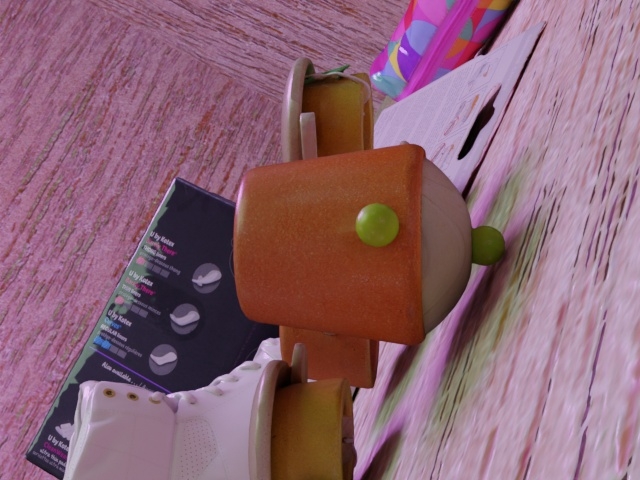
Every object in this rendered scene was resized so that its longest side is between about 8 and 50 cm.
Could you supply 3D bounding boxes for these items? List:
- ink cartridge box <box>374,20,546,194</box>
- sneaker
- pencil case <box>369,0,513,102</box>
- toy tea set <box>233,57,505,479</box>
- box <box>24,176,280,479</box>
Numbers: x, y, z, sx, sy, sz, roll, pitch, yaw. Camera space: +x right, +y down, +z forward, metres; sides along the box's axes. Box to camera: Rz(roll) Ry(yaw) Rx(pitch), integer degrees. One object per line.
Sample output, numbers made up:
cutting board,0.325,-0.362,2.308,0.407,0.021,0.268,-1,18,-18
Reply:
ink cartridge box,0.087,-0.052,0.999,0.225,0.056,0.181,-22,36,57
sneaker,-0.076,0.114,0.902,0.292,0.169,0.108,-62,0,-42
pencil case,0.131,-0.226,1.299,0.104,0.104,0.236,-63,1,-40
toy tea set,0.039,0.004,0.731,0.336,0.124,0.200,-76,-15,-61
box,-0.100,0.110,1.130,0.270,0.143,0.165,-63,-27,-5
